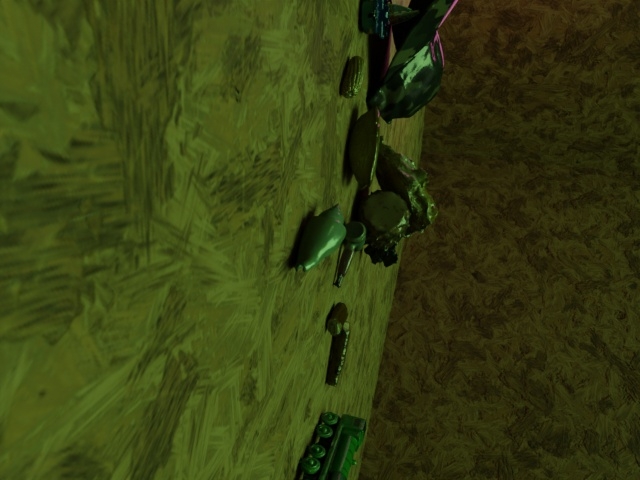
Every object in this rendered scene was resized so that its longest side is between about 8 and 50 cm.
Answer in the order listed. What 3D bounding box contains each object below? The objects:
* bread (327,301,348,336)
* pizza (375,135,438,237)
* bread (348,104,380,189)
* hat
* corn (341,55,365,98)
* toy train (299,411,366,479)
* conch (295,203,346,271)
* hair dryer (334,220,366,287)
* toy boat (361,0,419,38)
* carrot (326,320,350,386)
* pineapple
[{"bbox_3d":[0.039,0.185,1.041,0.083,0.036,0.046,-52,132,-62],"label":"bread"},{"bbox_3d":[0.238,-0.136,1.204,0.323,0.090,0.223,64,-11,-24],"label":"pizza"},{"bbox_3d":[0.095,-0.207,0.985,0.149,0.066,0.187,8,88,-86],"label":"bread"},{"bbox_3d":[0.274,-0.483,1.096,0.257,0.382,0.365,33,59,-27],"label":"hat"},{"bbox_3d":[0.063,-0.309,0.832,0.037,0.037,0.092,70,30,-62],"label":"corn"},{"bbox_3d":[0.031,0.501,1.036,0.251,0.119,0.084,-46,144,-68],"label":"toy train"},{"bbox_3d":[-0.004,-0.006,0.730,0.065,0.088,0.180,46,46,-15],"label":"conch"},{"bbox_3d":[0.063,0.039,1.050,0.106,0.054,0.154,78,35,-65],"label":"hair dryer"},{"bbox_3d":[0.151,-0.472,0.926,0.175,0.110,0.091,-60,152,-59],"label":"toy boat"},{"bbox_3d":[0.044,0.288,1.121,0.042,0.042,0.170,21,81,-76],"label":"carrot"},{"bbox_3d":[0.168,-0.015,1.229,0.310,0.141,0.170,80,-7,-69],"label":"pineapple"}]
